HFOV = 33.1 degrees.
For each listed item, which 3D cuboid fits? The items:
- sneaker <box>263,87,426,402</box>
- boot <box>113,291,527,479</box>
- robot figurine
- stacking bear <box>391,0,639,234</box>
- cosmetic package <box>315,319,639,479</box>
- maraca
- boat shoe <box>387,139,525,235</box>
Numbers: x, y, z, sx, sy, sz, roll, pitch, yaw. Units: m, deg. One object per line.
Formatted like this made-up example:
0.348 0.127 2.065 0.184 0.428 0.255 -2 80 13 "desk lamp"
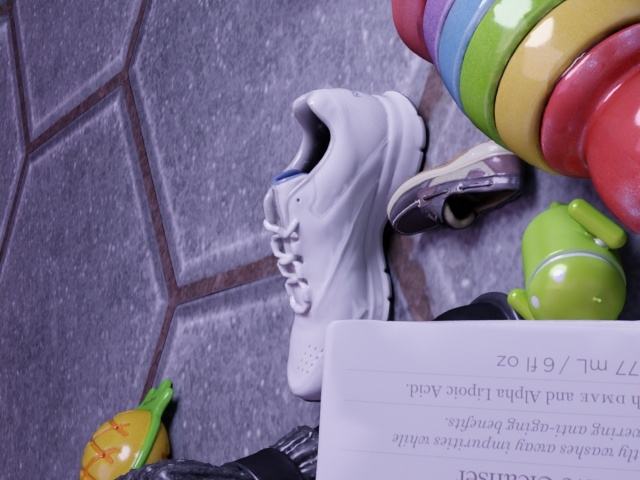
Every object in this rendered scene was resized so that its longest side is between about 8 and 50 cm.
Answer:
0.000 0.000 0.991 0.111 0.129 0.297 9 89 56 "sneaker"
-0.003 0.171 0.813 0.348 0.260 0.131 -61 36 27 "boot"
0.174 0.021 0.745 0.115 0.067 0.101 -81 18 -54 "robot figurine"
0.181 -0.115 0.723 0.164 0.175 0.289 -58 44 26 "stacking bear"
0.108 0.245 0.626 0.217 0.156 0.385 -1 77 16 "cosmetic package"
-0.230 0.253 1.315 0.127 0.099 0.186 -31 29 48 "maraca"
0.109 -0.034 0.896 0.152 0.056 0.049 -35 47 48 "boat shoe"
